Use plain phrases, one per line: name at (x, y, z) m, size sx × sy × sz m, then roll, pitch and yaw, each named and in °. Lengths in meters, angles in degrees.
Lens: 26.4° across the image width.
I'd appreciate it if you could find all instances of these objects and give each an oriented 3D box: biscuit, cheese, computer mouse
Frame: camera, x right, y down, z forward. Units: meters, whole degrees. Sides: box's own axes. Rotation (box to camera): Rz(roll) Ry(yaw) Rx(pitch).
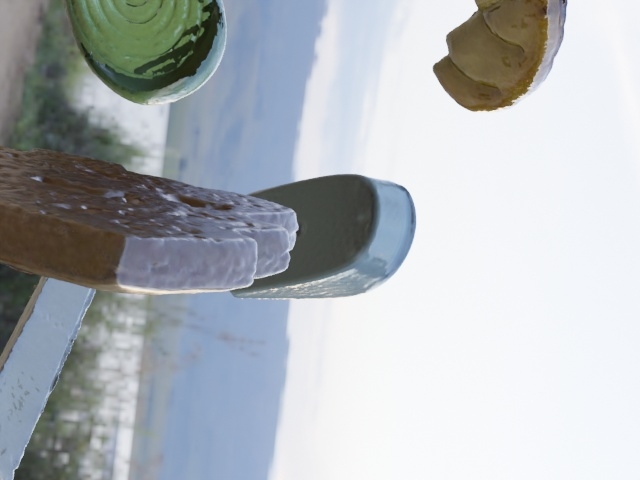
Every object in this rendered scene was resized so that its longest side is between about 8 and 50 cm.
biscuit at (-0.134, -0.010, 0.752) m, size 0.301 × 0.278 × 0.043 m, roll -136°, pitch -122°, yaw -76°
biscuit at (0.219, -0.247, 1.662) m, size 0.154 × 0.045 × 0.299 m, roll 51°, pitch -27°, yaw 20°
cheese at (-0.364, 0.144, 1.738) m, size 0.034 × 0.085 × 0.400 m, roll -29°, pitch -152°, yaw 30°
computer mouse at (0.000, 0.000, 1.422) m, size 0.079 × 0.231 × 0.128 m, roll 35°, pitch 58°, yaw -47°

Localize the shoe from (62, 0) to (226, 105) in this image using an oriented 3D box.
shoe at (-0.161, -0.236, 1.219) m, size 0.262 × 0.140 × 0.128 m, roll 57°, pitch 12°, yaw 18°
